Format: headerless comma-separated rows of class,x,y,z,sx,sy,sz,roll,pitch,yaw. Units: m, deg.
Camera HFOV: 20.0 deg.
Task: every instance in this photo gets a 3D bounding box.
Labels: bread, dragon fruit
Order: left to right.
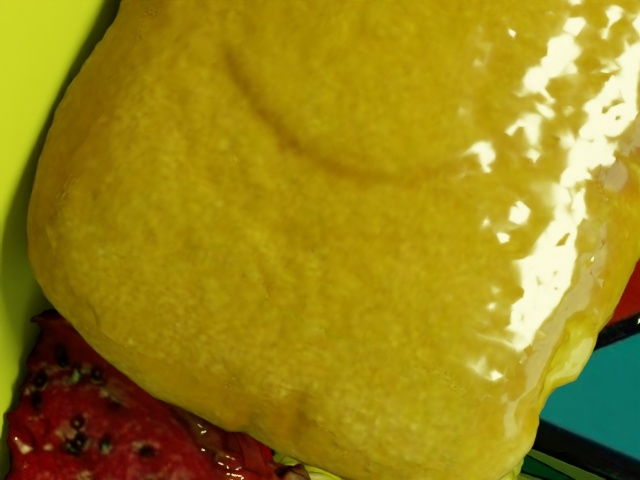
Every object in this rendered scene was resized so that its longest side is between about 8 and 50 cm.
dragon fruit,-0.036,0.078,0.586,0.097,0.131,0.063,-66,169,19
bread,0.028,-0.052,0.539,0.245,0.174,0.121,-62,161,-8

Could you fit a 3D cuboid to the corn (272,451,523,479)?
corn,0.013,0.150,0.825,0.347,0.130,0.130,-54,159,-56

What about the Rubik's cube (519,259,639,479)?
Rubik's cube,0.241,0.062,1.214,0.246,0.248,0.250,-65,164,-9
